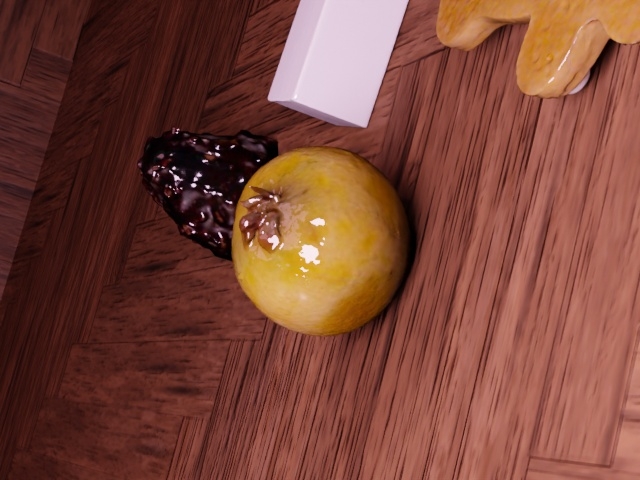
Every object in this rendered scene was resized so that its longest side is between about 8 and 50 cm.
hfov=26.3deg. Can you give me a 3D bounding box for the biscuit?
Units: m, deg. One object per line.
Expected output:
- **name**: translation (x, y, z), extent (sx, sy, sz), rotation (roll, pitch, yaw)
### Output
- **biscuit**: translation (0.184, -0.196, 0.921), extent (0.340, 0.047, 0.215), rotation (27, 100, 66)

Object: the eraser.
- **eraser**: translation (0.043, -0.256, 1.261), extent (0.076, 0.078, 0.298), rotation (17, 88, 69)

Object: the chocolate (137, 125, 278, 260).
- **chocolate**: translation (-0.132, -0.066, 1.451), extent (0.156, 0.133, 0.156), rotation (-49, 29, 40)

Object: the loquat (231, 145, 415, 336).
- **loquat**: translation (0.000, 0.000, 1.068), extent (0.137, 0.163, 0.163), rotation (2, 72, 35)
